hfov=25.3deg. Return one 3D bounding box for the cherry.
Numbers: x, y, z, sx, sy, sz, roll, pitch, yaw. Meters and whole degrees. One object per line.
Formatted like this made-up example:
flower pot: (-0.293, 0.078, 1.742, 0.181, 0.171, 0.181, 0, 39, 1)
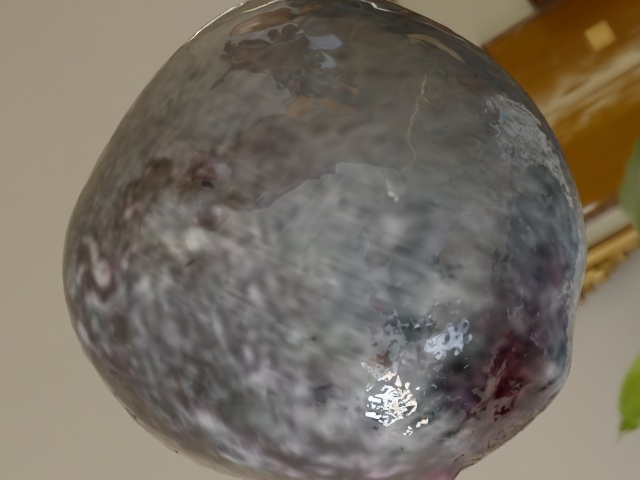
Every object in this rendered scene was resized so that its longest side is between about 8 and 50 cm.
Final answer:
cherry: (0.000, 0.000, 0.720, 0.296, 0.255, 0.218, 25, 158, 45)
